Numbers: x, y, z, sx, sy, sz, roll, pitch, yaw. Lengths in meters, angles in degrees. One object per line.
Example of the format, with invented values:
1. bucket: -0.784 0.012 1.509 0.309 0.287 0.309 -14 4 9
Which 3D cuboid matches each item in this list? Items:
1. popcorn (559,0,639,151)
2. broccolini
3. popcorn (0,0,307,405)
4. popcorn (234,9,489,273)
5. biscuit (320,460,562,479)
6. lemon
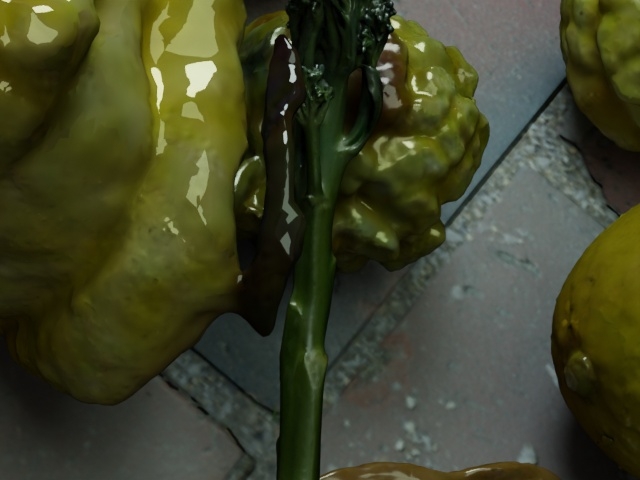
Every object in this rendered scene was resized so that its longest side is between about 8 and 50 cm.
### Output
1. popcorn: 0.319 -0.185 1.491 0.286 0.215 0.252 -25 114 -36
2. broccolini: -0.005 0.000 1.190 0.074 0.079 0.392 7 84 -44
3. popcorn: -0.168 -0.076 1.150 0.381 0.349 0.349 31 55 14
4. popcorn: 0.007 -0.068 1.331 0.169 0.218 0.189 37 62 -55
5. biscuit: 0.069 0.289 1.232 0.351 0.057 0.312 4 62 -20
6. lemon: 0.290 0.065 1.333 0.263 0.236 0.236 -4 64 -3
